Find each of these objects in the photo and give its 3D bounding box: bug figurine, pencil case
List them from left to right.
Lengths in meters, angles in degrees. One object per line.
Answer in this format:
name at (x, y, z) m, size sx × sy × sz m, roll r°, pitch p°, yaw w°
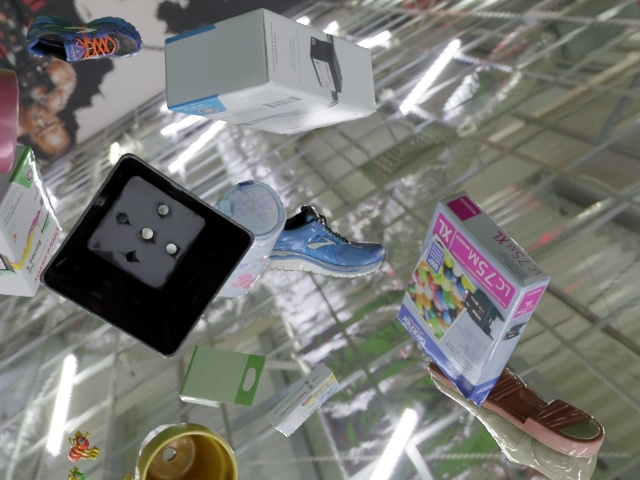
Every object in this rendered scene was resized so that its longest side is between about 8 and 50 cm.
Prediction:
bug figurine at (-0.604, 0.659, 2.408) m, size 0.072 × 0.279 × 0.216 m, roll -29°, pitch 150°, yaw -60°
pencil case at (-0.144, 0.005, 1.560) m, size 0.124 × 0.113 × 0.273 m, roll -15°, pitch 159°, yaw -21°

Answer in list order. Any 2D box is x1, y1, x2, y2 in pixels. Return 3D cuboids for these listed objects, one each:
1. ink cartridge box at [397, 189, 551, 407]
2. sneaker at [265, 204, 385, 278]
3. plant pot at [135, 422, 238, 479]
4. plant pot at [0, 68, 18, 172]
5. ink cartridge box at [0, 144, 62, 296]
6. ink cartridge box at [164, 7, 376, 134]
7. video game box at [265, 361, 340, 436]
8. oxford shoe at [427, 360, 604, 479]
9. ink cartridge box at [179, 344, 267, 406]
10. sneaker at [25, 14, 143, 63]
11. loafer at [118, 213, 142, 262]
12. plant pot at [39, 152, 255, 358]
ink cartridge box at (0.209, 0.102, 1.305) m, size 0.065 × 0.311 × 0.185 m, roll -21°, pitch -126°, yaw -27°
sneaker at (0.000, 0.000, 2.008) m, size 0.330 × 0.147 × 0.130 m, roll 7°, pitch -171°, yaw -22°
plant pot at (-0.368, 0.586, 2.299) m, size 0.254 × 0.254 × 0.239 m, roll -37°, pitch -162°, yaw -17°
plant pot at (-0.671, -0.230, 1.648) m, size 0.180 × 0.201 × 0.201 m, roll 3°, pitch -177°, yaw -27°
ink cartridge box at (-0.667, -0.040, 1.888) m, size 0.117 × 0.278 × 0.201 m, roll 6°, pitch -128°, yaw 6°
ink cartridge box at (-0.081, -0.280, 1.525) m, size 0.223 × 0.128 × 0.307 m, roll -8°, pitch 174°, yaw 36°
video game box at (-0.039, 0.393, 2.171) m, size 0.187 × 0.048 × 0.205 m, roll -41°, pitch 162°, yaw -8°
oxford shoe at (0.352, 0.347, 1.704) m, size 0.141 × 0.146 × 0.397 m, roll -12°, pitch -153°, yaw -34°
ink cartridge box at (-0.287, 0.413, 2.645) m, size 0.235 × 0.056 × 0.171 m, roll 8°, pitch -121°, yaw 14°
sneaker at (-0.437, -0.360, 1.630) m, size 0.221 × 0.083 × 0.087 m, roll 1°, pitch -139°, yaw 3°
loafer at (-0.351, 0.037, 1.488) m, size 0.078 × 0.076 × 0.223 m, roll 53°, pitch -53°, yaw 55°
plant pot at (-0.218, 0.006, 1.123) m, size 0.187 × 0.188 × 0.167 m, roll -55°, pitch -165°, yaw 3°
